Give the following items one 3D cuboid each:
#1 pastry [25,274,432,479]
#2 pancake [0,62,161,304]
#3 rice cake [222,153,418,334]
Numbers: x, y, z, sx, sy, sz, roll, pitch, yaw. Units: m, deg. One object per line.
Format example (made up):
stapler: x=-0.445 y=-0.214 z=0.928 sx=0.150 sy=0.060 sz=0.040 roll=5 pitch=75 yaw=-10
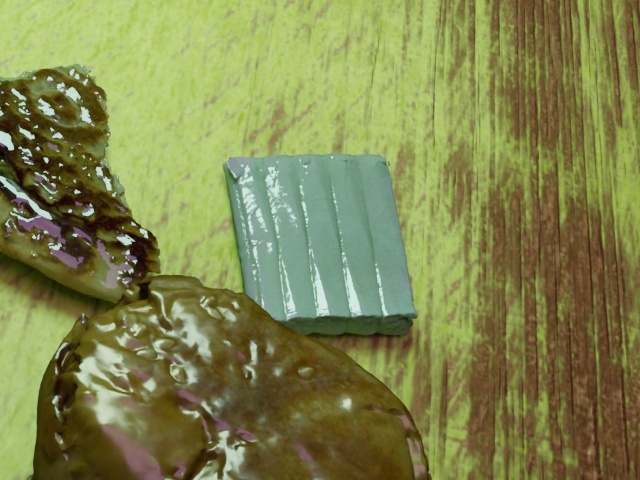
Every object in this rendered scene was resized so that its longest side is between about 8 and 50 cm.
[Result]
pastry: x=-0.073 y=0.175 z=1.020 sx=0.311 sy=0.162 sz=0.255 roll=35 pitch=47 yaw=6
pancake: x=-0.242 y=-0.069 z=1.213 sx=0.266 sy=0.057 sz=0.244 roll=30 pitch=40 yaw=-6
rice cake: x=0.000 y=0.000 z=1.264 sx=0.189 sy=0.037 sz=0.198 roll=-1 pitch=56 yaw=-25
